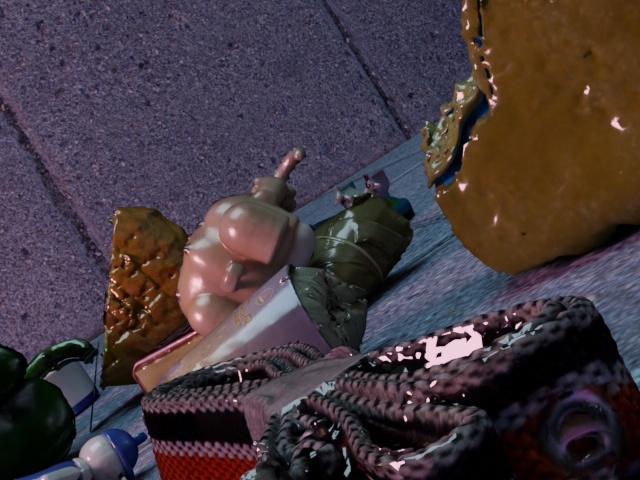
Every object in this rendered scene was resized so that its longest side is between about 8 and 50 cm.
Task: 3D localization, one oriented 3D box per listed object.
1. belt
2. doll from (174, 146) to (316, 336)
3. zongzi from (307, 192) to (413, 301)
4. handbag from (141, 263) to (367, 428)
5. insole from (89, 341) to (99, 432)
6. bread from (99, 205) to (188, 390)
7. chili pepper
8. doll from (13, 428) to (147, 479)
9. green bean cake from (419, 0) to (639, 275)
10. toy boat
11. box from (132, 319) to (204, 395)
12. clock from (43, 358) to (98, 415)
[{"bbox_3d":[0.005,0.092,0.475,0.126,0.094,0.359,-28,5,-19],"label":"belt"},{"bbox_3d":[-0.065,0.002,1.135,0.278,0.119,0.154,-74,7,-67],"label":"doll"},{"bbox_3d":[-0.008,0.055,1.149,0.189,0.081,0.178,-38,13,51],"label":"zongzi"},{"bbox_3d":[-0.043,0.086,0.841,0.173,0.095,0.117,-34,8,8],"label":"handbag"},{"bbox_3d":[-0.276,0.177,1.403,0.135,0.002,0.045,-98,19,-50],"label":"insole"},{"bbox_3d":[-0.209,0.077,1.428,0.140,0.228,0.143,7,-17,-18],"label":"bread"},{"bbox_3d":[-0.350,0.194,1.257,0.165,0.174,0.261,-61,-8,31],"label":"chili pepper"},{"bbox_3d":[-0.201,0.195,0.923,0.143,0.057,0.098,-32,-16,-24],"label":"doll"},{"bbox_3d":[0.166,-0.164,0.793,0.285,0.309,0.202,-26,9,28],"label":"green bean cake"},{"bbox_3d":[0.000,0.000,1.485,0.134,0.092,0.299,-23,8,39],"label":"toy boat"},{"bbox_3d":[-0.098,0.096,1.237,0.120,0.069,0.224,-28,7,30],"label":"box"},{"bbox_3d":[-0.439,0.254,1.669,0.230,0.083,0.230,-31,3,2],"label":"clock"}]
